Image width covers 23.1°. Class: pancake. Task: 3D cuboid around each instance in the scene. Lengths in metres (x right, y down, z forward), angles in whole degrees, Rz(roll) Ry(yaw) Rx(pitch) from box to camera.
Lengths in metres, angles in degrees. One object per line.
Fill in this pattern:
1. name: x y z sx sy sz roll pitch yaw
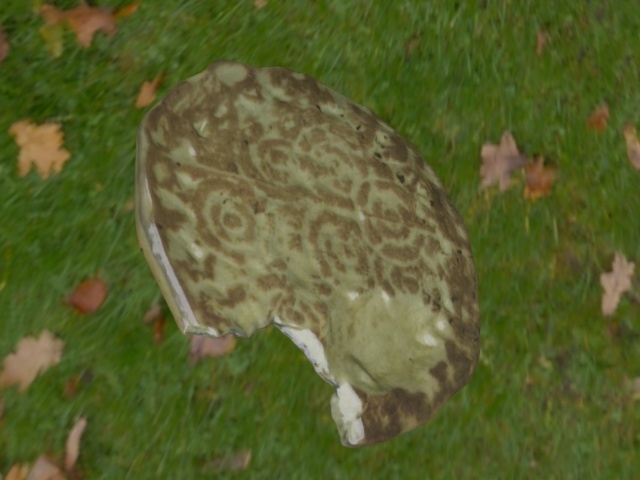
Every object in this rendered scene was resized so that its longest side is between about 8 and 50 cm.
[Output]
1. pancake: 0.000 0.000 0.842 0.235 0.212 0.029 41 136 -16
